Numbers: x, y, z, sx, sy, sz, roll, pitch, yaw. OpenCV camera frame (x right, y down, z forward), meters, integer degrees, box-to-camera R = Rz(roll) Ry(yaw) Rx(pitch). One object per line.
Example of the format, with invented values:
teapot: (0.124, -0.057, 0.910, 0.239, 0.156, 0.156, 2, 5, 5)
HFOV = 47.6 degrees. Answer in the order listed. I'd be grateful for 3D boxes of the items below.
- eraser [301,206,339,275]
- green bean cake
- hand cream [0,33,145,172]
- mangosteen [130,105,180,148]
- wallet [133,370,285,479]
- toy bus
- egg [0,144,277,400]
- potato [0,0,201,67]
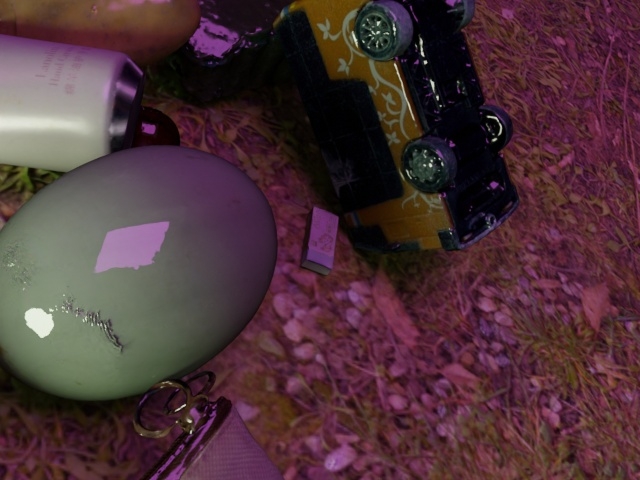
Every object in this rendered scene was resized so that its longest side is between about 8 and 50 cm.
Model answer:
eraser: (0.000, 0.000, 0.875, 0.038, 0.019, 0.083, 24, 50, -18)
green bean cake: (-0.122, -0.315, 0.949, 0.255, 0.132, 0.241, -26, 78, -36)
hand cream: (-0.351, -0.144, 0.686, 0.358, 0.118, 0.186, 8, 54, -5)
mangosteen: (-0.194, -0.109, 0.799, 0.080, 0.081, 0.081, 16, 51, -21)
wallet: (-0.104, 0.294, 0.517, 0.275, 0.068, 0.335, 55, 47, -17)
toy bus: (0.093, -0.154, 0.858, 0.162, 0.194, 0.324, -32, 107, -40)
egg: (-0.157, 0.024, 0.635, 0.203, 0.203, 0.282, 50, 45, 8)
potato: (-0.257, -0.248, 0.798, 0.234, 0.128, 0.161, -25, 88, -3)
